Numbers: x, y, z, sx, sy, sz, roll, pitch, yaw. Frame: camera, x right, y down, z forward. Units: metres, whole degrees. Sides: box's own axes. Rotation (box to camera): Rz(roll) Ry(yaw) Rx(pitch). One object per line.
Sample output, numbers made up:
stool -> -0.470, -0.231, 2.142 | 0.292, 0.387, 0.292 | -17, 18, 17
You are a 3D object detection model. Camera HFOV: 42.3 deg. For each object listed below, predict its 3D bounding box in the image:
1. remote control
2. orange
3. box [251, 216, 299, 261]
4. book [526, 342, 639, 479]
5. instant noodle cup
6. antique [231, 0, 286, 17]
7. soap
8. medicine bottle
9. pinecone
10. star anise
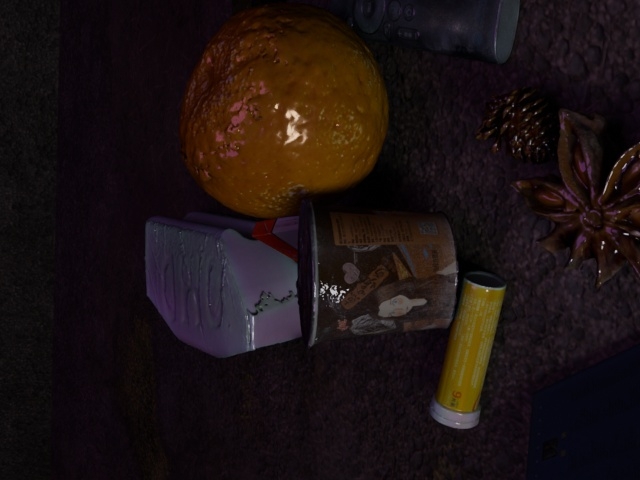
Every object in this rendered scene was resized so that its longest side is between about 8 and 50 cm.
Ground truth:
remote control -> 0.138, -0.339, 1.228 | 0.378, 0.044, 0.107 | 28, 113, 50
orange -> -0.052, -0.196, 1.292 | 0.341, 0.293, 0.340 | -33, 47, 43
box -> 0.000, 0.000, 1.397 | 0.245, 0.139, 0.035 | -7, 57, 53
book -> 0.336, 0.219, 0.952 | 0.269, 0.025, 0.190 | -44, 23, 48
instant noodle cup -> 0.076, 0.045, 1.184 | 0.217, 0.208, 0.217 | 179, 90, -83
antique -> -0.116, -0.490, 1.538 | 0.081, 0.080, 0.220 | 19, 111, 54
soap -> -0.194, 0.088, 1.665 | 0.446, 0.156, 0.261 | 11, 103, 53
medicine bottle -> 0.210, 0.155, 1.170 | 0.074, 0.074, 0.218 | 31, 118, 49
pinecone -> 0.253, -0.144, 1.043 | 0.109, 0.102, 0.102 | 40, 126, 41
star anise -> 0.336, -0.055, 0.945 | 0.214, 0.099, 0.220 | -44, 59, 32
